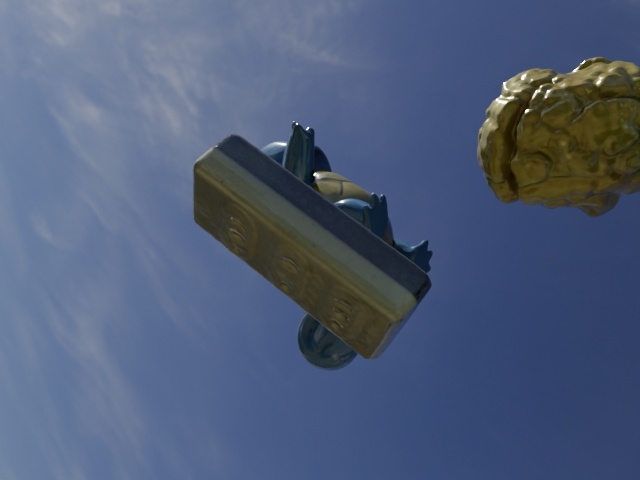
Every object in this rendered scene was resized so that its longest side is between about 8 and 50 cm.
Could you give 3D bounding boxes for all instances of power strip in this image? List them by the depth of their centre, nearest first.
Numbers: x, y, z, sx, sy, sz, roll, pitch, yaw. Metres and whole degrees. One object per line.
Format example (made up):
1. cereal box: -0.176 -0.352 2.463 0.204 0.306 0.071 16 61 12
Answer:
1. power strip: -0.022 0.004 0.672 0.256 0.070 0.105 38 -32 13

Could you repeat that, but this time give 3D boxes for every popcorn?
1. popcorn: 0.306 -0.106 0.812 0.200 0.226 0.203 37 -24 47

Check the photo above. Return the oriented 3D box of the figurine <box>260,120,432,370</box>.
1. figurine: 0.032 -0.015 1.097 0.243 0.298 0.416 -35 -126 23
